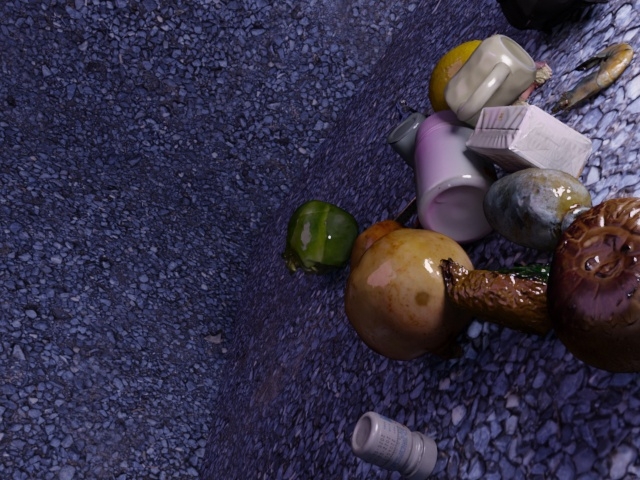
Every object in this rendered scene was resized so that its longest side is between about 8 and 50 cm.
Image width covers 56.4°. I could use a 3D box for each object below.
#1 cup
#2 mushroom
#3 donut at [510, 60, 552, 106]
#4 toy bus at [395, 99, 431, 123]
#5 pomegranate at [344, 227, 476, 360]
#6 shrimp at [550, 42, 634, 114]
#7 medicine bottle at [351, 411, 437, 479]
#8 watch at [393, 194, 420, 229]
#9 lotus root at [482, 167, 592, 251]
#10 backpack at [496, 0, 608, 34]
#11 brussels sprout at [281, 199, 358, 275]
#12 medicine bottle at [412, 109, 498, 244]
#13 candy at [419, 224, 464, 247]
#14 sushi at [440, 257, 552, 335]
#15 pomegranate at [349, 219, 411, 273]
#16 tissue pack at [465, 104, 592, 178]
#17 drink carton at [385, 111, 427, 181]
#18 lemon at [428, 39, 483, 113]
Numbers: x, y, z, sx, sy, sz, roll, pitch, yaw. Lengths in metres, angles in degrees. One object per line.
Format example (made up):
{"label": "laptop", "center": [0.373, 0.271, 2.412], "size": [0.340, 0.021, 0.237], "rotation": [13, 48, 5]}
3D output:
{"label": "cup", "center": [0.425, -0.418, 1.561], "size": [0.255, 0.173, 0.202], "rotation": [-14, -26, -46]}
{"label": "mushroom", "center": [0.478, 0.065, 0.957], "size": [0.278, 0.163, 0.297], "rotation": [-41, 28, 51]}
{"label": "donut", "center": [0.565, -0.418, 1.654], "size": [0.166, 0.065, 0.117], "rotation": [-56, 19, 18]}
{"label": "toy bus", "center": [0.345, -0.451, 2.210], "size": [0.076, 0.167, 0.073], "rotation": [-58, 15, 27]}
{"label": "pomegranate", "center": [0.222, 0.144, 1.405], "size": [0.338, 0.338, 0.338], "rotation": [-54, 18, 26]}
{"label": "shrimp", "center": [0.638, -0.387, 1.417], "size": [0.217, 0.051, 0.150], "rotation": [-39, 24, 38]}
{"label": "medicine bottle", "center": [0.160, 0.451, 1.307], "size": [0.105, 0.168, 0.105], "rotation": [-54, 17, 25]}
{"label": "watch", "center": [0.282, -0.039, 1.904], "size": [0.268, 0.102, 0.165], "rotation": [-51, 24, 6]}
{"label": "lotus root", "center": [0.447, -0.071, 1.273], "size": [0.175, 0.175, 0.349], "rotation": [-62, 16, 0]}
{"label": "backpack", "center": [0.648, -0.720, 1.567], "size": [0.363, 0.254, 0.446], "rotation": [-55, 3, 20]}
{"label": "brussels sprout", "center": [0.000, 0.000, 2.392], "size": [0.371, 0.275, 0.315], "rotation": [137, 143, -66]}
{"label": "medicine bottle", "center": [0.361, -0.185, 1.625], "size": [0.219, 0.219, 0.388], "rotation": [-52, 20, 33]}
{"label": "candy", "center": [0.341, -0.015, 1.692], "size": [0.275, 0.070, 0.145], "rotation": [-93, 28, -53]}
{"label": "sushi", "center": [0.383, 0.105, 1.194], "size": [0.287, 0.149, 0.140], "rotation": [12, 80, 47]}
{"label": "pomegranate", "center": [0.194, 0.065, 1.736], "size": [0.248, 0.248, 0.248], "rotation": [-54, 18, 26]}
{"label": "tissue pack", "center": [0.478, -0.223, 1.388], "size": [0.124, 0.185, 0.225], "rotation": [-64, 15, 5]}
{"label": "drink carton", "center": [0.333, -0.302, 1.920], "size": [0.185, 0.189, 0.191], "rotation": [-40, 19, 7]}
{"label": "lemon", "center": [0.450, -0.475, 1.815], "size": [0.263, 0.236, 0.236], "rotation": [-31, 31, 31]}
